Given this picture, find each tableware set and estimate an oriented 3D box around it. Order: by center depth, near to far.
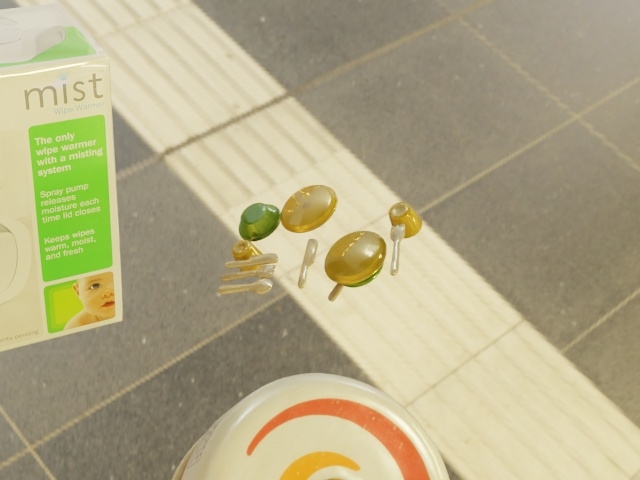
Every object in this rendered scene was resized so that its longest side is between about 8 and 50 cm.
[{"bbox_3d":[0.000,0.000,0.770,0.154,0.024,0.104,-8,48,24],"label":"tableware set"}]

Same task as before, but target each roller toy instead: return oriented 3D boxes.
[{"bbox_3d":[-0.011,0.198,0.729,0.209,0.146,0.191,-9,71,-24],"label":"roller toy"}]

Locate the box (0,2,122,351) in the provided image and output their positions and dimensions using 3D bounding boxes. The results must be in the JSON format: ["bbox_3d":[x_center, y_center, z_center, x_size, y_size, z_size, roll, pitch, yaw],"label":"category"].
[{"bbox_3d":[-0.290,-0.035,0.746,0.262,0.231,0.127,-13,36,-27],"label":"box"}]
